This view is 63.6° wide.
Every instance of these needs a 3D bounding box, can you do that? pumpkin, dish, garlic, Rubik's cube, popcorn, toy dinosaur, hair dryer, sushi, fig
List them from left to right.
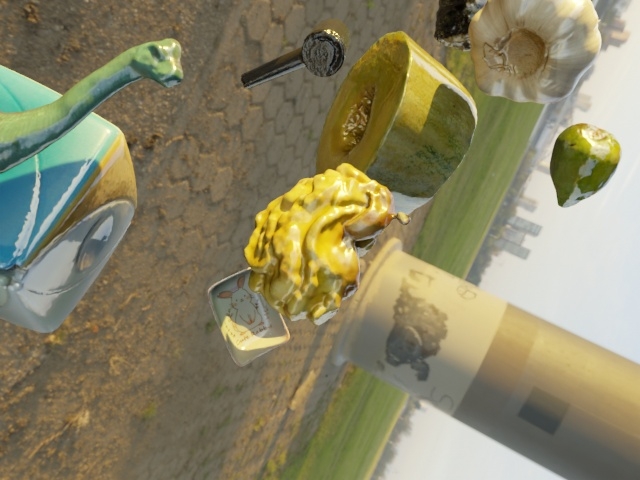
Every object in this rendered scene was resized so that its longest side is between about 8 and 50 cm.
[{"bbox_3d":[-0.354,-0.156,0.487,0.331,0.383,0.129,-48,168,-1],"label":"toy dinosaur"},{"bbox_3d":[-0.574,-0.069,0.942,0.347,0.352,0.352,122,-10,-60],"label":"Rubik's cube"},{"bbox_3d":[-0.182,0.176,1.248,0.151,0.077,0.212,-25,105,-23],"label":"dish"},{"bbox_3d":[-0.059,-0.387,1.100,0.197,0.252,0.089,-77,146,-57],"label":"hair dryer"},{"bbox_3d":[-0.006,-0.004,0.624,0.194,0.140,0.163,-58,-157,2],"label":"popcorn"},{"bbox_3d":[0.145,-0.200,0.979,0.332,0.199,0.332,-163,-90,-71],"label":"pumpkin"},{"bbox_3d":[0.467,-0.566,1.349,0.350,0.211,0.170,-1,88,-29],"label":"sushi"},{"bbox_3d":[0.351,-0.331,0.828,0.226,0.199,0.199,-46,156,-40],"label":"garlic"},{"bbox_3d":[0.693,-0.192,1.376,0.167,0.167,0.233,-22,130,-67],"label":"fig"}]
